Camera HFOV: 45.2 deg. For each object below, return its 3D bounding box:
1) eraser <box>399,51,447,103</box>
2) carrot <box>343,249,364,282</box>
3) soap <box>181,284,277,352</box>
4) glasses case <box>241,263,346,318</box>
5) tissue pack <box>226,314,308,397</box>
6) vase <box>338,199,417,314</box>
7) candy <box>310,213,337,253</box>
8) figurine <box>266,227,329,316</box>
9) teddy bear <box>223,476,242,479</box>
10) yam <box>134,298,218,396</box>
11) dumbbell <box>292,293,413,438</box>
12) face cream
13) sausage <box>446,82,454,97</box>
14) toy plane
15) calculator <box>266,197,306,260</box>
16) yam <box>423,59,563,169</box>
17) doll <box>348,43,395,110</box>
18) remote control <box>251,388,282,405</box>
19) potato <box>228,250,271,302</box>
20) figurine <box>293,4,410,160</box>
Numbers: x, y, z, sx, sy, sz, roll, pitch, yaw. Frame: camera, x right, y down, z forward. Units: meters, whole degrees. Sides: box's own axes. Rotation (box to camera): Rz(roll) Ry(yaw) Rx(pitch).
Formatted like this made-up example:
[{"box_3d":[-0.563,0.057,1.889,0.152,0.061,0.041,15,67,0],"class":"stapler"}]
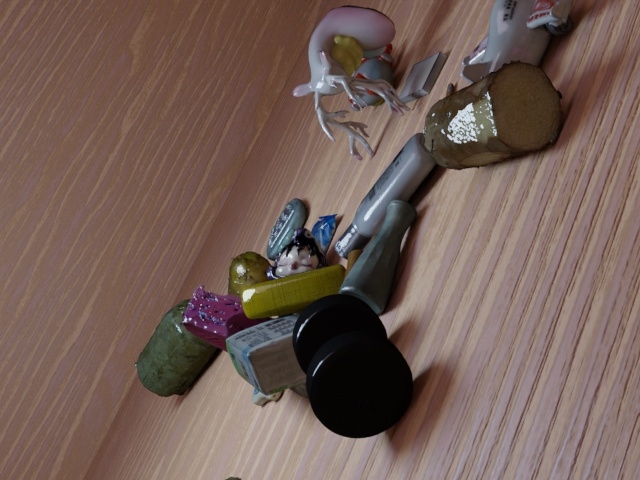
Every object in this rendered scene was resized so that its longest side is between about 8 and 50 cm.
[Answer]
[{"box_3d":[0.237,-0.381,1.816,0.104,0.023,0.150,-64,15,-7],"class":"eraser"},{"box_3d":[0.065,0.080,1.496,0.048,0.048,0.139,-45,23,45],"class":"carrot"},{"box_3d":[-0.184,0.195,1.706,0.099,0.250,0.162,-65,14,-21],"class":"soap"},{"box_3d":[-0.051,0.109,1.579,0.234,0.079,0.064,-14,-6,16],"class":"glasses case"},{"box_3d":[-0.074,0.240,1.498,0.159,0.145,0.229,-20,5,-17],"class":"tissue pack"},{"box_3d":[0.112,0.025,1.393,0.086,0.086,0.214,-32,27,60],"class":"vase"},{"box_3d":[0.000,0.000,1.878,0.088,0.038,0.136,-3,65,56],"class":"candy"},{"box_3d":[-0.041,0.080,1.726,0.145,0.145,0.222,-44,27,47],"class":"figurine"},{"box_3d":[-0.228,0.531,1.471,0.251,0.129,0.182,-38,29,56],"class":"teddy bear"},{"box_3d":[-0.424,0.323,2.350,0.300,0.195,0.195,-51,18,32],"class":"yam"},{"box_3d":[0.044,0.185,1.177,0.153,0.152,0.218,-58,16,8],"class":"dumbbell"},{"box_3d":[0.127,-0.079,1.526,0.291,0.071,0.144,-53,6,23],"class":"face cream"},{"box_3d":[0.266,-0.294,1.585,0.015,0.015,0.100,-46,21,44],"class":"sausage"},{"box_3d":[0.325,-0.339,1.292,0.252,0.118,0.252,-51,17,23],"class":"toy plane"},{"box_3d":[-0.100,-0.031,2.237,0.186,0.041,0.299,-58,13,11],"class":"calculator"},{"box_3d":[0.256,-0.185,1.197,0.238,0.128,0.129,174,112,-70],"class":"yam"},{"box_3d":[0.143,-0.444,2.105,0.200,0.105,0.336,-53,9,18],"class":"doll"},{"box_3d":[-0.112,0.317,1.666,0.122,0.032,0.074,-35,29,56],"class":"remote control"},{"box_3d":[-0.197,0.111,2.146,0.176,0.137,0.137,104,-176,-54],"class":"potato"},{"box_3d":[0.086,-0.393,1.842,0.316,0.284,0.206,-63,10,-28],"class":"figurine"}]
